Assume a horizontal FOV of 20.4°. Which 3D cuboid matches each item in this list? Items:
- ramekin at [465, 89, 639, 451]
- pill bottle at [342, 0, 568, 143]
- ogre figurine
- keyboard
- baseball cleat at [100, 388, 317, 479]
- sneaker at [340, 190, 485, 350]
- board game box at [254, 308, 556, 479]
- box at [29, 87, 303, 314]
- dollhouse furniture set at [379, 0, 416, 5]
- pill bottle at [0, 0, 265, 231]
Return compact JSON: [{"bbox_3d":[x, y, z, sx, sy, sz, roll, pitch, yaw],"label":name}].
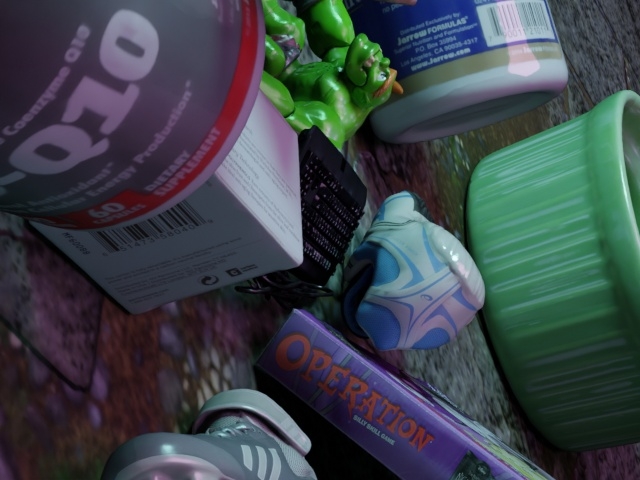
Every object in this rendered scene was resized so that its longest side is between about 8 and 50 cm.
[{"bbox_3d":[0.242,0.037,1.531,0.303,0.148,0.303,49,31,-44],"label":"ramekin"},{"bbox_3d":[0.079,-0.217,1.328,0.153,0.153,0.264,0,73,-67],"label":"pill bottle"},{"bbox_3d":[-0.015,-0.110,1.112,0.118,0.097,0.197,50,10,-8],"label":"ogre figurine"},{"bbox_3d":[0.000,0.000,1.044,0.100,0.038,0.192,-60,165,-2],"label":"keyboard"},{"bbox_3d":[-0.056,0.116,0.885,0.206,0.072,0.109,47,19,-56],"label":"baseball cleat"},{"bbox_3d":[0.048,0.022,1.150,0.085,0.086,0.237,62,0,-5],"label":"sneaker"},{"bbox_3d":[0.136,0.169,1.020,0.347,0.056,0.208,36,5,32],"label":"board game box"},{"bbox_3d":[-0.075,-0.032,0.883,0.102,0.101,0.087,48,31,-49],"label":"box"},{"bbox_3d":[0.084,-0.314,0.898,0.362,0.256,0.394,-147,-117,-72],"label":"dollhouse furniture set"},{"bbox_3d":[-0.151,-0.104,0.675,0.283,0.161,0.161,21,54,-63],"label":"pill bottle"}]
